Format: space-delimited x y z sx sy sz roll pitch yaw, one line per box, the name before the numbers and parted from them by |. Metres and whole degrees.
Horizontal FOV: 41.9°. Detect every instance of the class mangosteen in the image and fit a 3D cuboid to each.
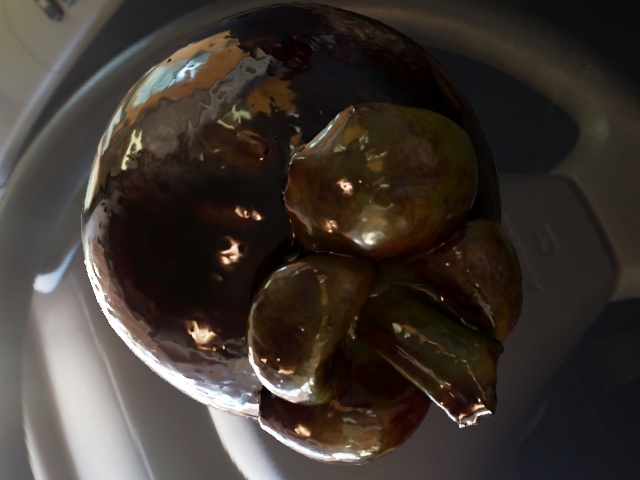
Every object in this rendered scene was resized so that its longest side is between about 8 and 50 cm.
mangosteen | 0.000 0.000 0.579 0.347 0.306 0.307 -134 35 -54
